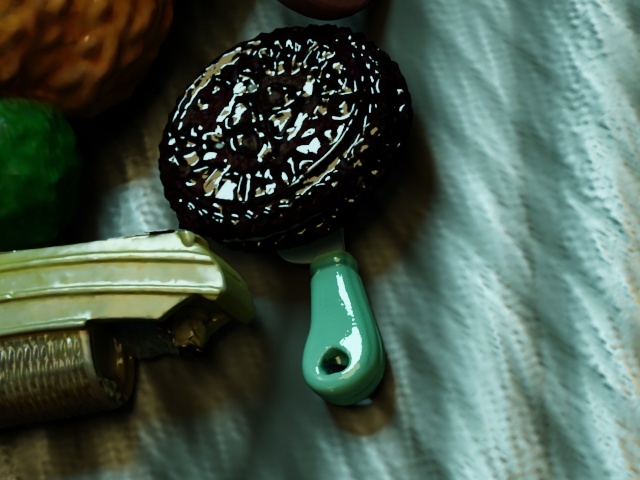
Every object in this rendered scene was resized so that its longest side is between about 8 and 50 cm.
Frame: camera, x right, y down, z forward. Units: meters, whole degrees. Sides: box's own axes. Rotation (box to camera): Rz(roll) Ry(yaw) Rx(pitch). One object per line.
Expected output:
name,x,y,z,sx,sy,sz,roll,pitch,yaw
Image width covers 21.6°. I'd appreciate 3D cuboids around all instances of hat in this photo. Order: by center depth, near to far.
hat,-0.192,-0.187,1.219,0.285,0.285,0.400,-11,80,13

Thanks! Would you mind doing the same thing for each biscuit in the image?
biscuit,-0.027,-0.076,1.187,0.194,0.053,0.194,-16,51,21

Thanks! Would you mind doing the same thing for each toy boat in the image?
toy boat,-0.198,0.070,1.160,0.310,0.089,0.115,-8,68,14

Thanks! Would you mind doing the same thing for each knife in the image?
knife,-0.001,0.001,1.171,0.063,0.034,0.260,-22,52,17

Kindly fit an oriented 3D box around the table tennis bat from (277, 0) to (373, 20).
table tennis bat,-0.044,-0.298,1.194,0.038,0.310,0.200,-20,23,37
